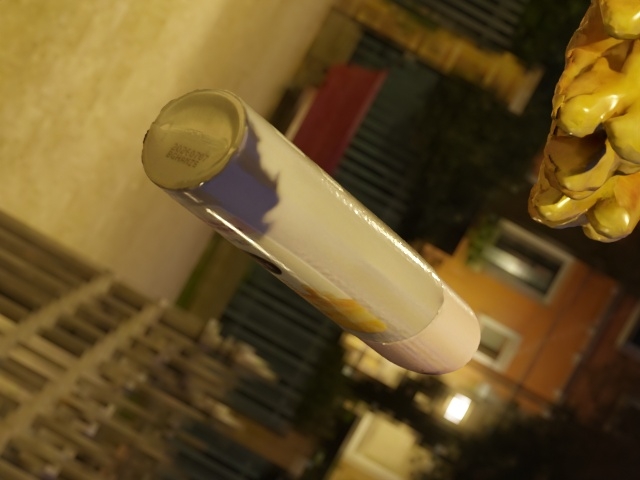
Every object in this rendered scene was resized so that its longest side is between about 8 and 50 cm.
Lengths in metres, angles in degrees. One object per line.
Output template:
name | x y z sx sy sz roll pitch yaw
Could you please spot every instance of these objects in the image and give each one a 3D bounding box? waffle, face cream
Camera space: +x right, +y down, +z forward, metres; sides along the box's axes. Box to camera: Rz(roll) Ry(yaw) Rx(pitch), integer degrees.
waffle | 0.160 -0.144 0.808 0.260 0.069 0.293 66 41 -80
face cream | 0.000 0.000 1.237 0.107 0.269 0.073 28 -98 47
